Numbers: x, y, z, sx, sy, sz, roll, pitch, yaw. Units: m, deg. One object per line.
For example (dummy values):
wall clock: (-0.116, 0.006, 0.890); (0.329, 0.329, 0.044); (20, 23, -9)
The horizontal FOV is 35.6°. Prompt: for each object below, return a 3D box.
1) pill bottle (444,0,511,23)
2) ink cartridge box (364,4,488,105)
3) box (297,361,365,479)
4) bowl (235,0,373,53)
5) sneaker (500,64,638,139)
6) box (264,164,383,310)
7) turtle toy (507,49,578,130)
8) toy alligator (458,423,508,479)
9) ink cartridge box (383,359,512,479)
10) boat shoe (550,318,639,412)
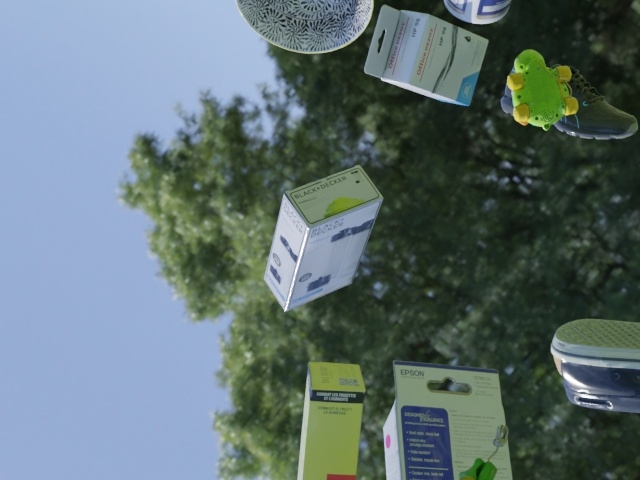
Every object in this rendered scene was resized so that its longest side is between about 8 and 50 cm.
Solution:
pill bottle: (0.221, -0.380, 1.322); (0.094, 0.169, 0.094); (2, -126, -3)
ink cartridge box: (0.155, -0.265, 1.439); (0.180, 0.104, 0.060); (9, -171, -44)
box: (0.006, 0.248, 1.026); (0.058, 0.232, 0.087); (5, -170, -4)
bowl: (-0.014, -0.318, 1.211); (0.170, 0.170, 0.080); (29, -132, -20)
sneaker: (0.440, -0.251, 1.774); (0.267, 0.106, 0.101); (24, -154, 36)
box: (0.000, 0.000, 1.890); (0.169, 0.290, 0.087); (-21, -118, -26)
turtle toy: (0.317, -0.221, 1.460); (0.066, 0.095, 0.130); (94, 168, -77)
toy alligator: (0.188, 0.315, 1.254); (0.056, 0.051, 0.190); (49, -128, -32)
ink cartridge box: (0.184, 0.358, 1.404); (0.175, 0.069, 0.371); (7, -117, -18)
boat shoe: (0.652, 0.251, 1.757); (0.500, 0.156, 0.187); (5, -159, 34)
